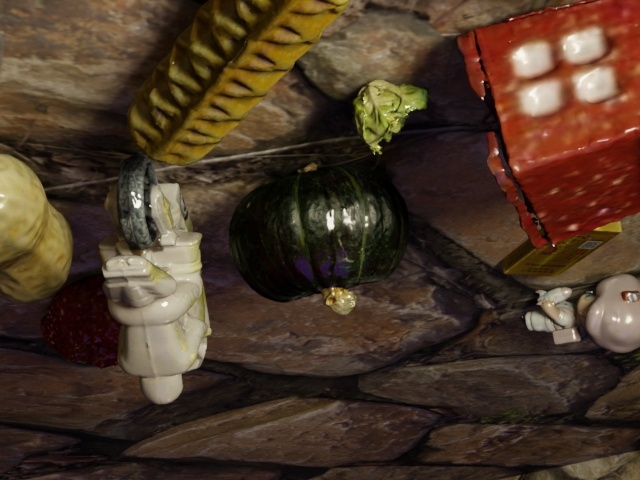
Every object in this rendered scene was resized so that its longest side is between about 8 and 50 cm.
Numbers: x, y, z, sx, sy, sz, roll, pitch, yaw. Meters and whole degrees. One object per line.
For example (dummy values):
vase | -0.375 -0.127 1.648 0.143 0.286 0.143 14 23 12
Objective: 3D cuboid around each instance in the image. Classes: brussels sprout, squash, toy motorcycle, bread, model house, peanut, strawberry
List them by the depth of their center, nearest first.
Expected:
bread | -0.061 -0.161 0.900 0.077 0.084 0.367 -39 -179 -40
model house | 0.271 -0.115 0.985 0.254 0.160 0.196 -14 155 16
brussels sprout | 0.061 -0.122 1.056 0.085 0.058 0.085 -37 166 -11
peanut | -0.329 -0.004 1.168 0.125 0.111 0.274 -1 157 0
squash | -0.002 -0.006 1.193 0.193 0.155 0.193 11 176 1
toy motorcycle | -0.176 0.058 1.216 0.108 0.222 0.340 -2 155 2
strawberry | -0.286 0.112 1.468 0.228 0.097 0.174 -14 155 17

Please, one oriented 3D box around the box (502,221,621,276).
box | 0.310 0.008 1.462 0.089 0.022 0.156 1 156 -20

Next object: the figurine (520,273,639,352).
figurine | 0.403 0.109 1.623 0.229 0.111 0.137 -10 164 37
